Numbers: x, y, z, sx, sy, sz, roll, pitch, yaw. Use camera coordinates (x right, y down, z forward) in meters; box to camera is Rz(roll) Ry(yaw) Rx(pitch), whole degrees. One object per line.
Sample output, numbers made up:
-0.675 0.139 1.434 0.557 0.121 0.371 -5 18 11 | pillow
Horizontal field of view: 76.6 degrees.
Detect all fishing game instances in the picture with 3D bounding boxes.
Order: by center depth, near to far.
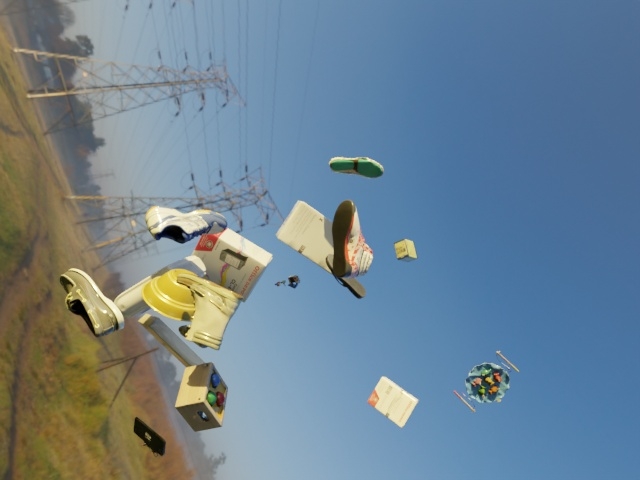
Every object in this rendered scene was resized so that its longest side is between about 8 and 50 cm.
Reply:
0.699 0.601 1.689 0.189 0.264 0.041 46 7 -9 | fishing game

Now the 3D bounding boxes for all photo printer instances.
-0.629 0.184 1.579 0.107 0.307 0.256 59 12 -3 | photo printer

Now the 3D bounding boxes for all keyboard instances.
-0.691 0.800 1.655 0.192 0.038 0.100 21 -76 29 | keyboard

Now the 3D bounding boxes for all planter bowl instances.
-0.434 0.151 1.267 0.217 0.217 0.090 43 -71 43 | planter bowl

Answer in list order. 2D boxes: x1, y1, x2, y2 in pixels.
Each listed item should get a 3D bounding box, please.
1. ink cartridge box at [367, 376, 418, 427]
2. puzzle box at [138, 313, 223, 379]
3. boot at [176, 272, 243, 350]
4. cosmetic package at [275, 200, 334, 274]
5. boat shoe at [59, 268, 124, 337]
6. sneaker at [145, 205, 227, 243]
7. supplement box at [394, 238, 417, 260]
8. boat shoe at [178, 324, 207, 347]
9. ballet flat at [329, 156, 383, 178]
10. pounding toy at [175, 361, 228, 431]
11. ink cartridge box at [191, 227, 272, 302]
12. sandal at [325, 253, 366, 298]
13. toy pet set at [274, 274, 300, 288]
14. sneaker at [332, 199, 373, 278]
0.241 0.531 1.338 0.135 0.099 0.056 30 -4 28 | ink cartridge box
-0.625 0.488 1.803 0.409 0.052 0.272 52 -29 -19 | puzzle box
-0.327 0.187 1.090 0.213 0.165 0.077 18 -11 22 | boot
0.000 0.000 1.954 0.384 0.217 0.156 32 1 -12 | cosmetic package
-0.769 0.200 1.324 0.305 0.091 0.109 35 -53 20 | boat shoe
-0.473 -0.037 1.464 0.112 0.296 0.131 -58 -135 36 | sneaker
0.381 0.046 1.811 0.056 0.083 0.083 -26 -116 37 | supplement box
-0.429 0.320 1.394 0.072 0.068 0.190 15 -25 11 | boat shoe
0.158 -0.328 1.773 0.077 0.240 0.091 -64 164 -65 | ballet flat
-0.317 0.434 1.180 0.206 0.094 0.181 -94 169 -55 | pounding toy
-0.401 0.094 1.790 0.306 0.131 0.226 31 -70 -3 | ink cartridge box
0.103 0.171 1.831 0.054 0.097 0.254 -35 -80 33 | sandal
-0.155 0.224 2.084 0.114 0.122 0.065 -32 103 -75 | toy pet set
0.118 -0.001 1.430 0.090 0.144 0.270 1 -94 44 | sneaker
